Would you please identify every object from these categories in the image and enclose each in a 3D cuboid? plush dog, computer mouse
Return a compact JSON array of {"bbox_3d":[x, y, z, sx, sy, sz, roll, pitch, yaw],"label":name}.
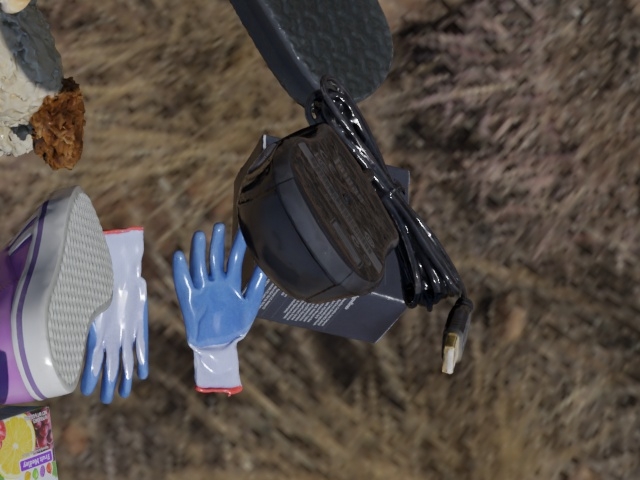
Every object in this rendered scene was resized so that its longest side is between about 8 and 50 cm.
[{"bbox_3d":[-0.277,-0.162,1.491,0.262,0.225,0.211,23,107,-36],"label":"plush dog"},{"bbox_3d":[0.018,0.014,1.114,0.060,0.262,0.184,-30,100,15],"label":"computer mouse"}]

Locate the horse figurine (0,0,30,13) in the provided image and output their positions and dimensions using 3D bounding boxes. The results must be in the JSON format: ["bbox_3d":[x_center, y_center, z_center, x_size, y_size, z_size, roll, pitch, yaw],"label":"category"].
[{"bbox_3d":[-0.185,-0.231,1.010,0.174,0.263,0.066,45,153,-23],"label":"horse figurine"}]

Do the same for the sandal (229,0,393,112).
[{"bbox_3d":[-0.097,-0.306,1.711,0.107,0.167,0.446,-17,106,48],"label":"sandal"}]

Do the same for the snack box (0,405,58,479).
[{"bbox_3d":[-0.209,0.185,1.244,0.037,0.100,0.141,-4,94,30],"label":"snack box"}]

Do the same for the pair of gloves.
[{"bbox_3d":[-0.137,0.063,1.683,0.023,0.198,0.159,14,103,60],"label":"pair of gloves"}]

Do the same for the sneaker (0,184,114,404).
[{"bbox_3d":[-0.257,0.044,1.493,0.161,0.282,0.102,-15,110,11],"label":"sneaker"}]

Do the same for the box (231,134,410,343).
[{"bbox_3d":[0.000,0.000,1.850,0.158,0.156,0.093,13,145,-18],"label":"box"}]
